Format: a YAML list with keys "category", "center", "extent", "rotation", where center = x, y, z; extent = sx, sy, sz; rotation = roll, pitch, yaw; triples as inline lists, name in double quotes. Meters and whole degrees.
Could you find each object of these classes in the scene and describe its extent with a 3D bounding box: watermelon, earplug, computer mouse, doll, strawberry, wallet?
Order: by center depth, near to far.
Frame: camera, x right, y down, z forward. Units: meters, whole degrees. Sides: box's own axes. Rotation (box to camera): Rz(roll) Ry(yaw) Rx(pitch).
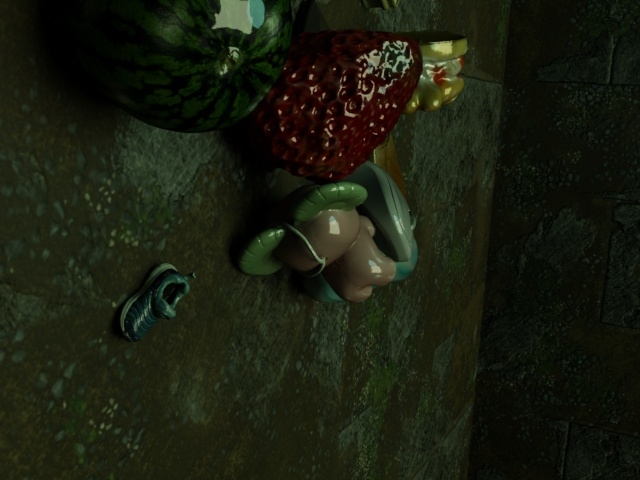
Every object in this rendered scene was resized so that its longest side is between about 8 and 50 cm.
- category: "watermelon"
  center: [-0.175, -0.280, 0.873]
  extent: [0.285, 0.285, 0.284]
  rotation: [-26, 120, -58]
- category: "strawberry"
  center: [0.015, -0.237, 1.221]
  extent: [0.292, 0.310, 0.291]
  rotation: [7, 90, -68]
- category: "doll"
  center: [0.000, 0.000, 1.304]
  extent: [0.268, 0.284, 0.216]
  rotation: [11, 44, -54]
- category: "wallet"
  center: [0.013, -0.357, 1.467]
  extent: [0.309, 0.042, 0.165]
  rotation: [50, 51, -57]
- category: "computer mouse"
  center: [0.129, -0.082, 1.508]
  extent: [0.121, 0.297, 0.184]
  rotation: [-34, 135, -10]
- category: "earplug"
  center: [0.075, 0.063, 1.577]
  extent: [0.324, 0.185, 0.184]
  rotation: [-27, 121, -52]

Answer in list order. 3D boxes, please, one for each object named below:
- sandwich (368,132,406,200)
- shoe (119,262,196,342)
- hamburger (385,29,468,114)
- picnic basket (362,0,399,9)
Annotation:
- category: "sandwich"
  center: [0.172, -0.184, 1.802]
  extent: [0.245, 0.063, 0.211]
  rotation: [-17, 111, -62]
- category: "shoe"
  center: [-0.252, 0.100, 1.045]
  extent: [0.142, 0.071, 0.063]
  rotation: [-56, 143, -33]
- category: "hamburger"
  center: [0.222, -0.394, 1.600]
  extent: [0.302, 0.261, 0.186]
  rotation: [-119, -156, -69]
- category: "picnic basket"
  center: [0.149, -0.644, 1.611]
  extent: [0.115, 0.080, 0.164]
  rotation: [53, 50, -52]
